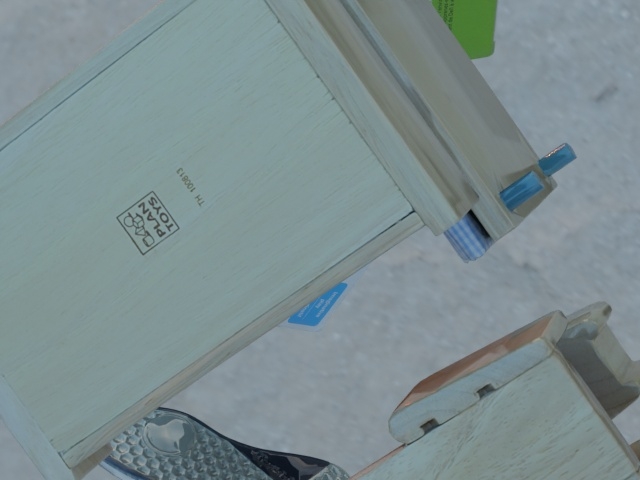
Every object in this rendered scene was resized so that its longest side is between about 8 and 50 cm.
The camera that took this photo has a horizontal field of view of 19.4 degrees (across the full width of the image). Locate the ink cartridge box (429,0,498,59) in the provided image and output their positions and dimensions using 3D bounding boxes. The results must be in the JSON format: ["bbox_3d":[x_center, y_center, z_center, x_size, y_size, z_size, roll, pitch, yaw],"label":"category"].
[{"bbox_3d":[0.064,-0.280,1.367,0.097,0.255,0.188,-11,50,-8],"label":"ink cartridge box"}]

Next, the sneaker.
[{"bbox_3d":[-0.098,0.232,1.576,0.226,0.163,0.086,19,46,-1],"label":"sneaker"}]

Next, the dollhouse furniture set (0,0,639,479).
[{"bbox_3d":[0.000,0.000,0.840,0.198,0.303,0.286,-35,91,19],"label":"dollhouse furniture set"}]

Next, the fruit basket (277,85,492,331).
[{"bbox_3d":[-0.049,-0.038,1.679,0.327,0.353,0.165,-55,41,27],"label":"fruit basket"}]
